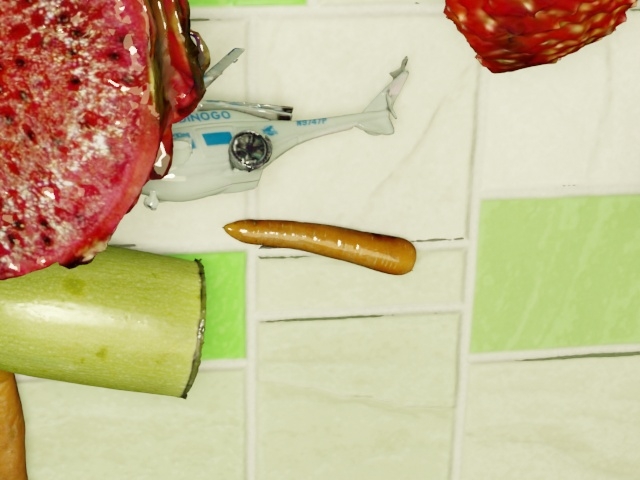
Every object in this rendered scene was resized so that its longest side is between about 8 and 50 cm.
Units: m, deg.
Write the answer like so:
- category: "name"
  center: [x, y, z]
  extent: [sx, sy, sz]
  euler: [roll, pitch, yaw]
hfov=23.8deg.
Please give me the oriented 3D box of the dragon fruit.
- category: "dragon fruit"
  center: [-0.272, -0.156, 1.184]
  extent: [0.371, 0.249, 0.386]
  euler: [37, 115, -4]

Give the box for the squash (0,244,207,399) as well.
- category: "squash"
  center: [-0.234, 0.066, 1.368]
  extent: [0.247, 0.132, 0.132]
  euler: [7, 113, -13]

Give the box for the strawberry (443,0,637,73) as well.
- category: "strawberry"
  center: [0.216, -0.301, 1.217]
  extent: [0.292, 0.292, 0.343]
  euler: [-15, 134, -2]

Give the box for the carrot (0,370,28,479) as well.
- category: "carrot"
  center: [-0.319, 0.214, 1.451]
  extent: [0.087, 0.087, 0.193]
  euler: [3, 115, -11]

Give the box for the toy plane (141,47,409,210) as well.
- category: "toy plane"
  center: [-0.051, -0.082, 1.323]
  extent: [0.273, 0.107, 0.182]
  euler: [1, 147, -36]

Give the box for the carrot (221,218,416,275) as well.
- category: "carrot"
  center: [0.000, 0.000, 1.433]
  extent: [0.190, 0.037, 0.037]
  euler: [12, 113, -10]
